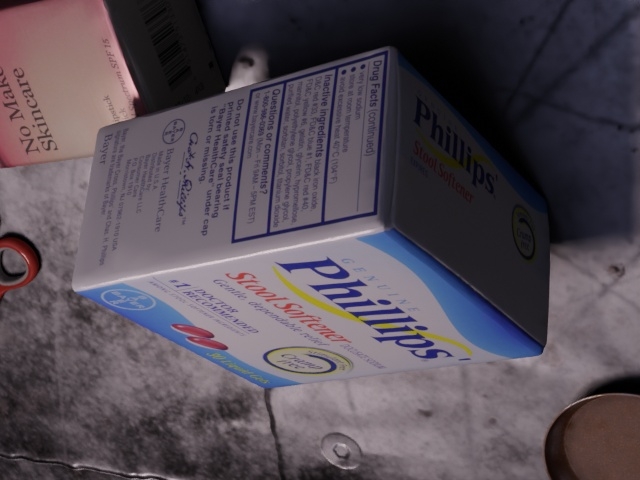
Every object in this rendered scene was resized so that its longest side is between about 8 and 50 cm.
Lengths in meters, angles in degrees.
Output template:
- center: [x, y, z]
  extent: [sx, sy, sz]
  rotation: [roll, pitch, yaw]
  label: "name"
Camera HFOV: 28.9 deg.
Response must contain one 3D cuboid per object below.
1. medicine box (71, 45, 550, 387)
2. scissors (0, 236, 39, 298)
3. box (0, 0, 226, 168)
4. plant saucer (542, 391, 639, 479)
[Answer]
- center: [0.000, 0.000, 0.998]
  extent: [0.289, 0.149, 0.263]
  rotation: [-10, 151, 32]
  label: "medicine box"
- center: [-0.394, 0.078, 1.413]
  extent: [0.109, 0.021, 0.297]
  rotation: [32, 130, 2]
  label: "scissors"
- center: [-0.228, -0.159, 1.103]
  extent: [0.232, 0.127, 0.148]
  rotation: [-5, 118, 29]
  label: "box"
- center: [0.289, 0.201, 1.136]
  extent: [0.168, 0.029, 0.168]
  rotation: [13, 125, 19]
  label: "plant saucer"
